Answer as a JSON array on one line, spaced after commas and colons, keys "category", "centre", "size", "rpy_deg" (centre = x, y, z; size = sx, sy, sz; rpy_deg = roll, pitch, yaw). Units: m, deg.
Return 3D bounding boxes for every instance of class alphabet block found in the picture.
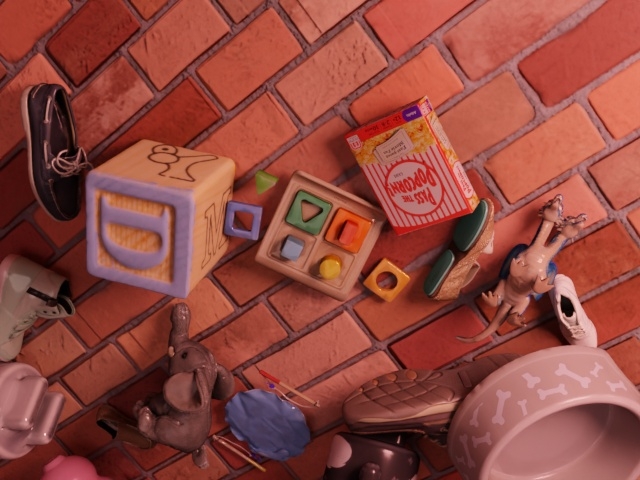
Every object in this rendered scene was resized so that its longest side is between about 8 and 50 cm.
[{"category": "alphabet block", "centre": [-0.270, -0.043, 1.259], "size": [0.192, 0.197, 0.194], "rpy_deg": [15, 116, 9]}]

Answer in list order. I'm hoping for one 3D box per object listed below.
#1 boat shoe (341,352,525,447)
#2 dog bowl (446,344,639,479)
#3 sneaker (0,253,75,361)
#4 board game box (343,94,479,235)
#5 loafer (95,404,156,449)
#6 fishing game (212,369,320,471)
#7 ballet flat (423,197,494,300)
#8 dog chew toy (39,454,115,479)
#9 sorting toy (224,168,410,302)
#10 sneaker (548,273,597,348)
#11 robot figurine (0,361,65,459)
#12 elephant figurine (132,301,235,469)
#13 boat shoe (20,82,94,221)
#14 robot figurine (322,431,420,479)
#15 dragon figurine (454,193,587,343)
[{"category": "boat shoe", "centre": [0.217, 0.302, 1.287], "size": [0.355, 0.132, 0.130], "rpy_deg": [-10, 110, 5]}, {"category": "dog bowl", "centre": [0.392, 0.342, 1.229], "size": [0.348, 0.102, 0.349], "rpy_deg": [-6, 123, -9]}, {"category": "sneaker", "centre": [-0.584, 0.163, 1.493], "size": [0.151, 0.094, 0.256], "rpy_deg": [20, 118, 2]}, {"category": "board game box", "centre": [0.147, -0.116, 1.182], "size": [0.146, 0.045, 0.194], "rpy_deg": [-19, 108, 38]}, {"category": "loafer", "centre": [-0.423, 0.412, 1.584], "size": [0.148, 0.050, 0.056], "rpy_deg": [29, 118, 1]}, {"category": "fishing game", "centre": [-0.103, 0.368, 1.487], "size": [0.189, 0.041, 0.264], "rpy_deg": [30, 126, 1]}, {"category": "ballet flat", "centre": [0.246, 0.019, 1.232], "size": [0.067, 0.073, 0.206], "rpy_deg": [16, 123, -23]}, {"category": "dog chew toy", "centre": [-0.502, 0.621, 1.625], "size": [0.206, 0.206, 0.332], "rpy_deg": [-31, 95, 25]}, {"category": "sorting toy", "centre": [0.000, 0.000, 1.272], "size": [0.347, 0.047, 0.196], "rpy_deg": [25, 111, -3]}, {"category": "sneaker", "centre": [0.420, 0.134, 1.230], "size": [0.053, 0.061, 0.152], "rpy_deg": [-25, 107, 21]}, {"category": "robot figurine", "centre": [-0.726, 0.360, 1.558], "size": [0.353, 0.200, 0.300], "rpy_deg": [-3, 137, 16]}, {"category": "elephant figurine", "centre": [-0.251, 0.279, 1.426], "size": [0.186, 0.169, 0.239], "rpy_deg": [27, 107, -23]}, {"category": "boat shoe", "centre": [-0.467, -0.155, 1.323], "size": [0.079, 0.095, 0.255], "rpy_deg": [4, 106, 26]}, {"category": "robot figurine", "centre": [0.090, 0.459, 1.362], "size": [0.173, 0.278, 0.209], "rpy_deg": [-2, 157, 46]}, {"category": "dragon figurine", "centre": [0.331, 0.062, 1.197], "size": [0.085, 0.144, 0.289], "rpy_deg": [33, 128, 14]}]
